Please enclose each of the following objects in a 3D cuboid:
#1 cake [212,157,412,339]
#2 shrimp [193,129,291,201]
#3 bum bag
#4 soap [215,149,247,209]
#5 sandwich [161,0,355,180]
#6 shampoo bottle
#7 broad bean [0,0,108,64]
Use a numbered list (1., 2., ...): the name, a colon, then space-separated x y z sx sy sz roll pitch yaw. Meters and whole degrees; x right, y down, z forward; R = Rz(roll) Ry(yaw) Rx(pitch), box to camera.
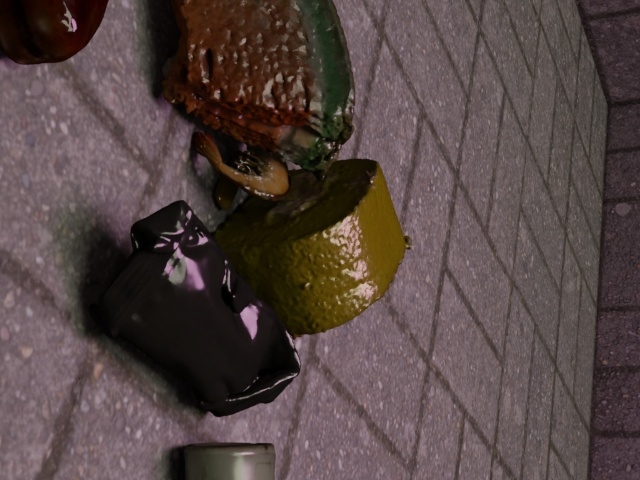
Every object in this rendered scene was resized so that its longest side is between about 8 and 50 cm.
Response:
1. cake: 0.000 0.000 1.226 0.260 0.179 0.156 -53 134 -52
2. shrimp: -0.096 -0.111 1.199 0.124 0.034 0.178 15 41 -32
3. bum bag: -0.125 0.086 1.053 0.142 0.080 0.326 -46 138 -12
4. soap: -0.104 -0.071 1.215 0.034 0.012 0.089 64 33 -36
5. sandwich: -0.071 -0.223 1.138 0.212 0.109 0.292 3 77 -27
6. shampoo bottle: -0.094 0.331 1.081 0.118 0.087 0.234 19 68 -65
7. broad bean: -0.230 -0.228 0.914 0.165 0.085 0.114 -76 165 -45
